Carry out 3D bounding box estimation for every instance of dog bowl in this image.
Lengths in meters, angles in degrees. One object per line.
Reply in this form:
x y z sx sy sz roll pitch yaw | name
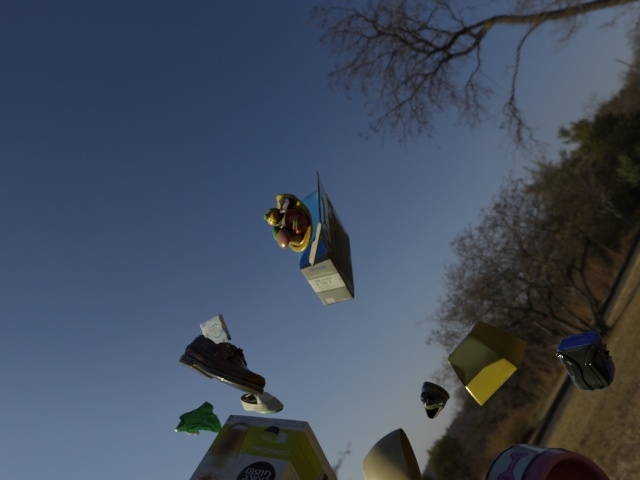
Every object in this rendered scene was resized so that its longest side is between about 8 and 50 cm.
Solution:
0.596 0.706 1.397 0.408 0.408 0.150 -34 -2 -40 | dog bowl

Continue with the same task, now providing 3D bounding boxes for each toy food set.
-0.084 -0.037 1.446 0.071 0.218 0.128 -1 -61 -35 | toy food set

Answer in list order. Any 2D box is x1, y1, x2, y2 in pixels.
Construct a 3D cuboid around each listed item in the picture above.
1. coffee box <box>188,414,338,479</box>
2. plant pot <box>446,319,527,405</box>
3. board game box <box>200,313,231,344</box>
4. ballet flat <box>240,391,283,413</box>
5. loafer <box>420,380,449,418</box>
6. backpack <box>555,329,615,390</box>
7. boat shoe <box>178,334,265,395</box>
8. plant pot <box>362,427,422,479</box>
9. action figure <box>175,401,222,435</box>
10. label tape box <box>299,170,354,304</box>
-0.186 0.836 1.900 0.334 0.338 0.338 -55 -49 -49 | coffee box
0.576 0.410 2.009 0.212 0.187 0.212 -58 -14 26 | plant pot
-0.341 0.297 1.845 0.090 0.090 0.020 -28 -9 27 | board game box
-0.238 0.634 2.238 0.086 0.086 0.248 -34 10 -40 | ballet flat
0.402 0.572 2.006 0.084 0.096 0.267 -64 -25 -19 | loafer
0.617 0.273 1.295 0.098 0.120 0.101 -25 5 45 | backpack
-0.252 0.315 1.485 0.110 0.307 0.104 50 -121 -44 | boat shoe
0.277 0.913 2.252 0.191 0.284 0.284 -21 -22 11 | plant pot
-0.466 0.682 2.123 0.063 0.137 0.232 -45 -21 10 | action figure
0.000 0.000 1.649 0.333 0.106 0.240 60 -159 -50 | label tape box
